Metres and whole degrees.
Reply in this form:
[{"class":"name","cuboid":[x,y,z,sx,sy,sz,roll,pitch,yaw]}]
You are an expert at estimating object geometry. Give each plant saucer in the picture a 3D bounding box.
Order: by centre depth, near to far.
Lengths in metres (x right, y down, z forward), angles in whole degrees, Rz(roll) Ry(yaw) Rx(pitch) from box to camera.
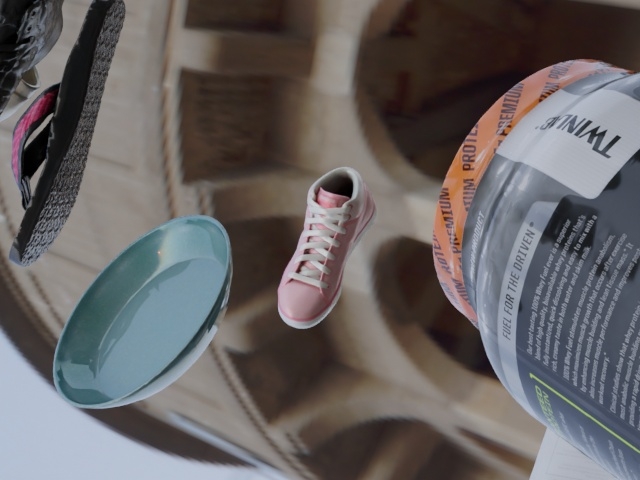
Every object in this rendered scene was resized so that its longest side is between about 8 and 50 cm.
[{"class":"plant saucer","cuboid":[-0.086,0.040,0.937,0.021,0.119,0.119,44,-108,-31]}]

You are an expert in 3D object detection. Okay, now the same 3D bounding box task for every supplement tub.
[{"class":"supplement tub","cuboid":[0.204,0.041,0.833,0.193,0.316,0.194,-19,-55,-30]}]

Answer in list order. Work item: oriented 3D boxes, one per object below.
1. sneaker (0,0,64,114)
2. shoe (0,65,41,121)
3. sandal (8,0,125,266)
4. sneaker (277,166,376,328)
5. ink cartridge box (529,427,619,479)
[{"class":"sneaker","cuboid":[-0.172,-0.110,0.962,0.170,0.051,0.089,-61,-5,-28]},{"class":"shoe","cuboid":[-0.233,-0.177,1.181,0.076,0.058,0.219,-6,-107,-54]},{"class":"sandal","cuboid":[-0.166,-0.071,1.144,0.067,0.040,0.179,41,-115,-84]},{"class":"sneaker","cuboid":[0.000,0.000,1.458,0.134,0.051,0.070,-61,-24,-25]},{"class":"ink cartridge box","cuboid":[0.223,0.100,1.225,0.062,0.109,0.209,37,-113,-42]}]
